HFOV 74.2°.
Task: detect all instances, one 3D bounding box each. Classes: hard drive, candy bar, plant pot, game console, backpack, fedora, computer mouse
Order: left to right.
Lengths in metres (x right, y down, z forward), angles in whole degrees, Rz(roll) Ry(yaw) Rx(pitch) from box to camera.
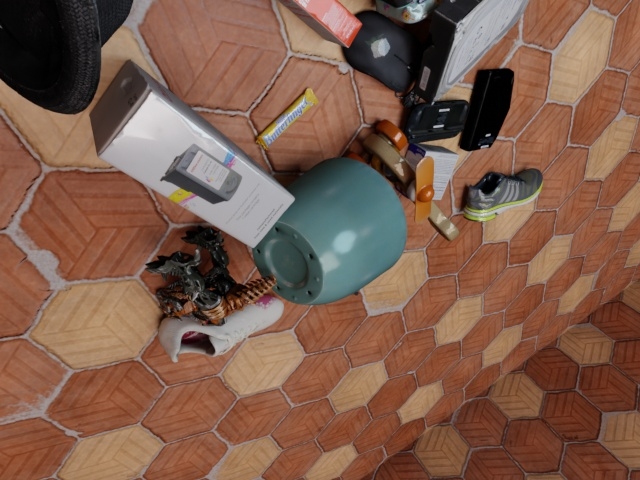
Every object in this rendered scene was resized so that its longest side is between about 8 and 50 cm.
[{"bbox_3d":[-0.345,-0.331,0.536,0.152,0.334,0.334,-48,143,-39],"label":"fedora"},{"bbox_3d":[-0.072,-0.258,0.905,0.161,0.018,0.040,-43,134,0],"label":"candy bar"},{"bbox_3d":[0.000,0.000,0.893,0.235,0.293,0.293,-36,141,-45],"label":"plant pot"},{"bbox_3d":[0.170,-0.402,0.920,0.272,0.072,0.189,7,118,-36],"label":"computer mouse"},{"bbox_3d":[0.184,-0.506,0.789,0.188,0.166,0.144,-34,135,-3],"label":"backpack"},{"bbox_3d":[0.367,-0.333,1.107,0.361,0.044,0.213,-15,128,-28],"label":"game console"},{"bbox_3d":[0.342,-0.470,0.882,0.339,0.064,0.237,-46,165,-13],"label":"hard drive"}]

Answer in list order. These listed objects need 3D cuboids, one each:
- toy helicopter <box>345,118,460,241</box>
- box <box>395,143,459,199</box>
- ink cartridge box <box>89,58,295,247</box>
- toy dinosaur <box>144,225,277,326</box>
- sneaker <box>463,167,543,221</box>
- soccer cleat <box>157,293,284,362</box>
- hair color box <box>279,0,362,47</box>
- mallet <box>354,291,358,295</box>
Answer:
[{"bbox_3d":[0.231,-0.116,1.003,0.140,0.235,0.355,-45,115,4],"label":"toy helicopter"},{"bbox_3d":[0.286,-0.185,1.148,0.126,0.072,0.137,-2,121,-31],"label":"box"},{"bbox_3d":[-0.223,-0.145,0.746,0.131,0.226,0.306,-50,132,6],"label":"ink cartridge box"},{"bbox_3d":[-0.236,0.093,0.914,0.321,0.164,0.218,-18,113,10],"label":"toy dinosaur"},{"bbox_3d":[0.582,-0.166,1.331,0.300,0.111,0.121,-27,128,-16],"label":"sneaker"},{"bbox_3d":[-0.230,0.228,1.064,0.331,0.143,0.116,-7,125,-29],"label":"soccer cleat"},{"bbox_3d":[-0.014,-0.428,0.769,0.167,0.093,0.053,20,108,-41],"label":"hair color box"},{"bbox_3d":[0.066,0.117,1.255,0.039,0.062,0.190,-42,149,2],"label":"mallet"}]
